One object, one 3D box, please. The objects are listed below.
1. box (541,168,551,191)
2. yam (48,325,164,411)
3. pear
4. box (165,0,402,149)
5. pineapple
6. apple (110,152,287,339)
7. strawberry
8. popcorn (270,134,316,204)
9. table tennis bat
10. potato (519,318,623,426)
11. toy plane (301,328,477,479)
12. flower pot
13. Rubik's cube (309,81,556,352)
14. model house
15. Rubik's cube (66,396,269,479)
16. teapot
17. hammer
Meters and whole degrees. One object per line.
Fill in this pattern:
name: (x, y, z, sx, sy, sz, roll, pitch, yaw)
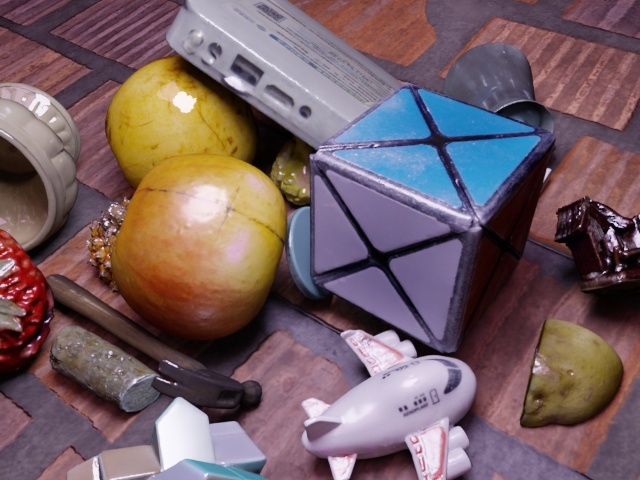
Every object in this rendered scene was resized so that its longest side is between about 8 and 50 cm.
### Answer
box: (0.295, -0.064, 1.127, 0.139, 0.035, 0.245, 26, 56, 26)
yam: (-0.326, 0.193, 0.958, 0.179, 0.078, 0.078, 24, 56, 21)
pear: (-0.249, -0.204, 1.165, 0.281, 0.280, 0.280, -4, 49, 4)
box: (-0.037, -0.309, 1.152, 0.396, 0.111, 0.396, 34, 29, -4)
pineapple: (-0.329, -0.015, 1.095, 0.162, 0.136, 0.175, 4, 51, 11)
apple: (-0.181, 0.005, 0.962, 0.233, 0.286, 0.285, 18, 49, -11)
strawberry: (-0.514, 0.083, 1.012, 0.150, 0.280, 0.253, -22, 86, -25)
popcorn: (-0.019, -0.130, 1.176, 0.145, 0.126, 0.125, -7, 73, -19)
table tennis bat: (0.000, 0.000, 1.056, 0.038, 0.149, 0.237, -13, 23, 27)
potato: (0.349, 0.190, 0.870, 0.120, 0.081, 0.149, 14, 52, 21)
toy plane: (0.093, 0.224, 0.851, 0.253, 0.118, 0.252, -2, 49, 2)
flower pot: (-0.584, -0.146, 1.158, 0.308, 0.307, 0.244, -5, 33, 3)
Rubik's cube: (0.149, -0.042, 0.915, 0.260, 0.254, 0.259, 24, 45, 25)
model house: (0.441, 0.000, 0.958, 0.141, 0.203, 0.164, -19, 72, 33)
Rubik's cube: (-0.166, 0.307, 0.719, 0.225, 0.265, 0.212, -5, 51, -17)
teapot: (0.344, -0.245, 1.187, 0.203, 0.171, 0.225, 26, 33, -25)
hammer: (-0.292, 0.144, 0.979, 0.440, 0.168, 0.044, 22, 87, 34)
